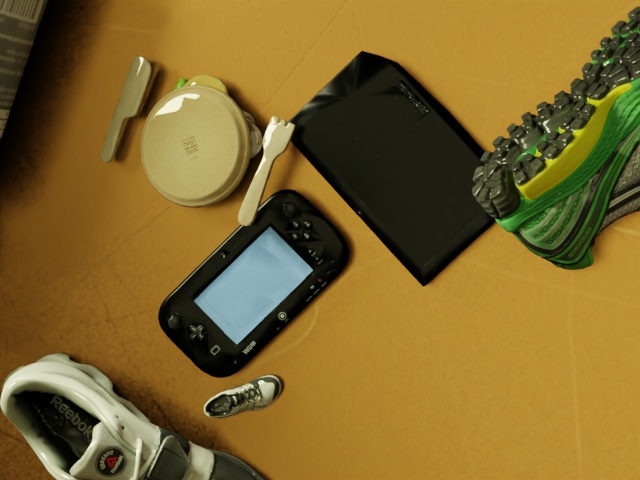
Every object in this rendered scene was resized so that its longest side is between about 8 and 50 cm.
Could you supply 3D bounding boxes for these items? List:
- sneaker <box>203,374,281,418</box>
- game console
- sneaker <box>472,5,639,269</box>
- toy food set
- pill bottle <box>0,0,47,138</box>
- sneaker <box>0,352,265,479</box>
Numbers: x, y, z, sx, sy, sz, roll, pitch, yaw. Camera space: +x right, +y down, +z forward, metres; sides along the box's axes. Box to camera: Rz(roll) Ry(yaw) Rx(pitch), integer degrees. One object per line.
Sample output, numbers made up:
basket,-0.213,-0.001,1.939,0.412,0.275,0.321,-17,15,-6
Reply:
sneaker,-0.079,0.161,1.990,0.083,0.037,0.032,-24,84,10
game console,0.000,0.000,1.968,0.361,0.044,0.213,-44,82,10
sneaker,0.309,-0.115,1.876,0.343,0.134,0.146,-41,115,4
toy food set,-0.120,-0.098,1.985,0.192,0.038,0.132,26,99,21
pill bottle,-0.409,-0.162,1.965,0.210,0.210,0.363,21,95,11
sneaker,-0.184,0.235,1.961,0.330,0.146,0.122,31,96,8
